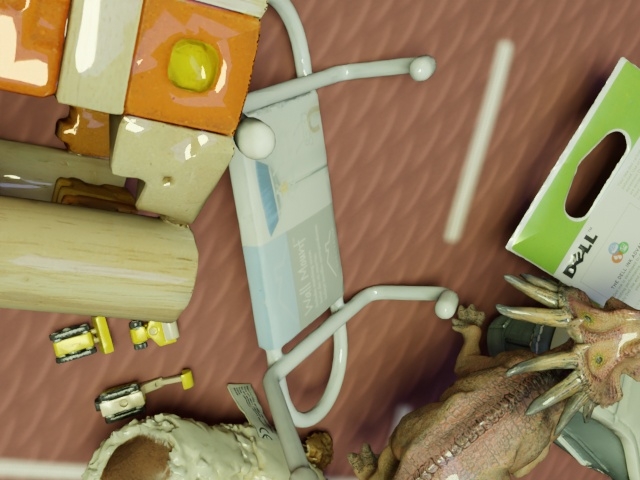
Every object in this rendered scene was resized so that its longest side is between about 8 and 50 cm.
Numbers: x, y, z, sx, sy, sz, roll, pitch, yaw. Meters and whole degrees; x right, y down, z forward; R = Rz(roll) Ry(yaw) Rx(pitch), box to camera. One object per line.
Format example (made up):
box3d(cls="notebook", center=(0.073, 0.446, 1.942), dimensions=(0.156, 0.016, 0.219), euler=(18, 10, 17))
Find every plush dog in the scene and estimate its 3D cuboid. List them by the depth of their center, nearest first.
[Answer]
box3d(cls="plush dog", center=(-0.086, 0.272, 0.650), dimensions=(0.262, 0.210, 0.225), euler=(41, 106, 5))

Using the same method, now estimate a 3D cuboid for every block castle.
box3d(cls="block castle", center=(-0.162, -0.196, 0.415), dimensions=(0.213, 0.303, 0.453), euler=(9, 102, -25))

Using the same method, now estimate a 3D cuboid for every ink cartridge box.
box3d(cls="ink cartridge box", center=(0.289, -0.023, 0.707), dimensions=(0.255, 0.097, 0.188), euler=(29, 95, -20))

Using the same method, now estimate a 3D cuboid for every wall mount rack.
box3d(cls="wall mount rack", center=(0.000, 0.000, 0.533), dimensions=(0.131, 0.304, 0.350), euler=(1, 110, 28))

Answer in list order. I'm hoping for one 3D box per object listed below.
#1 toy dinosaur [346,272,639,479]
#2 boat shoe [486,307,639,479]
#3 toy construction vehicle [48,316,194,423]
box3d(cls="toy dinosaur", center=(0.118, 0.129, 0.551), dimensions=(0.127, 0.200, 0.295), euler=(42, 75, 8))
box3d(cls="boat shoe", center=(0.266, 0.158, 0.755), dimensions=(0.319, 0.099, 0.116), euler=(43, 62, -38))
box3d(cls="toy construction vehicle", center=(-0.161, 0.098, 0.639), dimensions=(0.098, 0.035, 0.085), euler=(-18, 98, -15))
